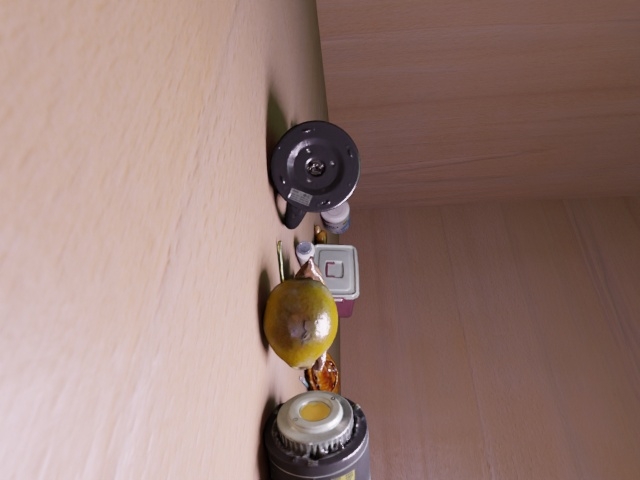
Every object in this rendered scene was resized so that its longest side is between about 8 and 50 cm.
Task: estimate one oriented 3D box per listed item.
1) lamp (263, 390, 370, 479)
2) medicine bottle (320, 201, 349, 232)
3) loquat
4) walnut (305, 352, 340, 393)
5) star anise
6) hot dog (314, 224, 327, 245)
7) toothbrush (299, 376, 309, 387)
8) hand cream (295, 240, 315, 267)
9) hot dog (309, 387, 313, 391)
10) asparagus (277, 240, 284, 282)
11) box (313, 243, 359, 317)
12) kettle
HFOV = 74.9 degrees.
[{"bbox_3d":[-0.001,0.449,0.823,0.374,0.205,0.272,-113,-162,-52],"label":"lamp"},{"bbox_3d":[0.087,-0.130,2.306,0.288,0.157,0.157,70,19,-72],"label":"medicine bottle"},{"bbox_3d":[-0.041,0.167,0.848,0.152,0.152,0.195,45,46,-82],"label":"loquat"},{"bbox_3d":[0.006,0.445,1.401,0.116,0.116,0.207,-80,157,-67],"label":"walnut"},{"bbox_3d":[-0.035,0.166,1.092,0.349,0.109,0.292,-129,-153,-71],"label":"star anise"},{"bbox_3d":[0.000,0.001,1.880,0.090,0.060,0.140,-91,-177,-61],"label":"hot dog"},{"bbox_3d":[-0.049,0.456,1.340,0.167,0.014,0.011,78,28,-62],"label":"toothbrush"},{"bbox_3d":[-0.044,0.064,1.393,0.276,0.059,0.095,85,6,-72],"label":"hand cream"},{"bbox_3d":[-0.017,0.520,1.487,0.071,0.045,0.165,70,18,-67],"label":"hot dog"},{"bbox_3d":[-0.096,0.079,1.038,0.016,0.013,0.166,18,-64,51],"label":"asparagus"},{"bbox_3d":[0.051,0.166,1.688,0.294,0.193,0.167,-88,-179,-46],"label":"box"},{"bbox_3d":[-0.031,-0.152,1.086,0.268,0.207,0.290,-64,-175,3],"label":"kettle"}]
